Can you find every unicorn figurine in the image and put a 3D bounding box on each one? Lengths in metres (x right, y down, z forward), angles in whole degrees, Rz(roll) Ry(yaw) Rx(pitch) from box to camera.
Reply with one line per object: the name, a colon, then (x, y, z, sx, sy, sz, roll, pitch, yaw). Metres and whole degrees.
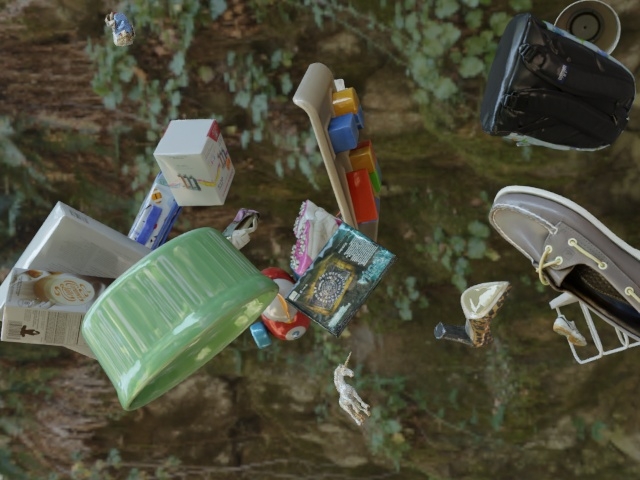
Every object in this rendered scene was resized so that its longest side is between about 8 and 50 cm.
unicorn figurine: (0.068, 0.354, 1.737, 0.111, 0.060, 0.162, 44, 141, 31)

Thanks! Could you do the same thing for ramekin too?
ramekin: (-0.227, 0.116, 1.209, 0.148, 0.303, 0.303, 50, -175, 8)

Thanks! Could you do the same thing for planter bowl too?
planter bowl: (0.681, -0.542, 1.954, 0.109, 0.162, 0.162, -57, -34, -60)

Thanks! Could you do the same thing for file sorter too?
file sorter: (0.743, 0.170, 1.847, 0.193, 0.277, 0.173, 93, 159, -74)

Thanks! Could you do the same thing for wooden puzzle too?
wooden puzzle: (0.062, -0.185, 1.573, 0.322, 0.080, 0.348, -76, -35, -64)

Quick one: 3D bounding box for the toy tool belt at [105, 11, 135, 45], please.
toy tool belt: (-0.418, -0.451, 1.585, 0.083, 0.052, 0.051, 65, 161, 13)

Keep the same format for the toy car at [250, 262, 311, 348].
toy car: (-0.101, 0.177, 2.027, 0.210, 0.219, 0.238, 64, 176, -4)

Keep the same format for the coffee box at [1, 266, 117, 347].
coffee box: (-0.530, 0.145, 1.603, 0.141, 0.246, 0.098, -112, 35, -54)

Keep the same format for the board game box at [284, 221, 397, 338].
board game box: (0.037, 0.071, 1.407, 0.186, 0.126, 0.026, -52, -23, -9)

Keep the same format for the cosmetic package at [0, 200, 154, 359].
cosmetic package: (-0.518, 0.121, 1.779, 0.284, 0.377, 0.097, -54, 35, 4)

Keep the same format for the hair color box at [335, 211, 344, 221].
hair color box: (0.097, -0.072, 2.117, 0.043, 0.072, 0.141, -48, 3, -19)

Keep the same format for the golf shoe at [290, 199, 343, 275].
golf shoe: (0.000, 0.000, 1.997, 0.306, 0.140, 0.115, -86, 19, -57)

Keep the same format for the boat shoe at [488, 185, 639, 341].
boat shoe: (0.384, 0.034, 1.134, 0.097, 0.324, 0.117, -44, -21, -29)

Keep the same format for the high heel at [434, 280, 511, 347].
high heel: (0.436, 0.186, 1.939, 0.261, 0.186, 0.093, -46, 43, 38)

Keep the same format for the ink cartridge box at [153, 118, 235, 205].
ink cartridge box: (-0.304, -0.188, 1.865, 0.176, 0.127, 0.128, 74, -157, -46)

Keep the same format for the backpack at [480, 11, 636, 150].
backpack: (0.571, -0.351, 1.807, 0.273, 0.355, 0.290, -111, 34, -76)

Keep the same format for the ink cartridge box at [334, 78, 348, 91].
ink cartridge box: (0.039, -0.415, 2.428, 0.067, 0.115, 0.198, -162, 62, -86)

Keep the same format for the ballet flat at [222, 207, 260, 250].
ballet flat: (-0.236, -0.025, 2.261, 0.221, 0.079, 0.077, -63, -38, -49)

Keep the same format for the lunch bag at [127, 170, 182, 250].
lunch bag: (-0.474, -0.061, 2.197, 0.303, 0.115, 0.243, -60, 12, 20)

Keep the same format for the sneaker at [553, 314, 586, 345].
sneaker: (0.499, 0.177, 1.506, 0.032, 0.083, 0.037, -25, 34, 55)
